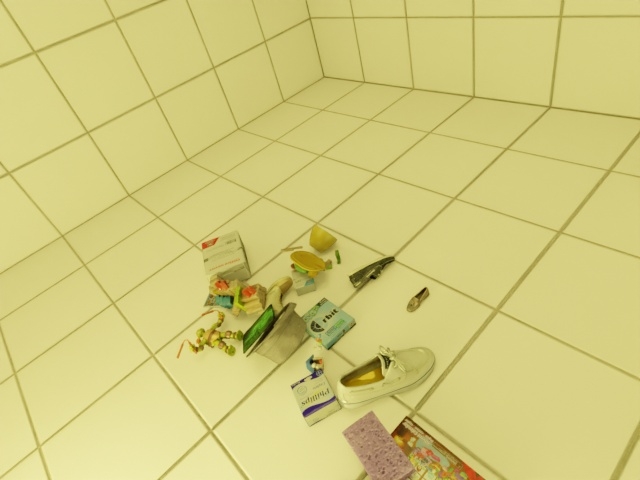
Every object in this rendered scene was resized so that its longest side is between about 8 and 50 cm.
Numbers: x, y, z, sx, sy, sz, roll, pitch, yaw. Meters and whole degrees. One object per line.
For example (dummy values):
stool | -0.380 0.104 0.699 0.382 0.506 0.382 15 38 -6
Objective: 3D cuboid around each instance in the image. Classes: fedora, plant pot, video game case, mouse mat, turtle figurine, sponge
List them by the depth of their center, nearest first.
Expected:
sponge | 0.163 0.607 1.204 0.117 0.031 0.210 -31 38 -13
fedora | -0.146 0.367 1.573 0.124 0.244 0.275 40 40 -3
mouse mat | -0.251 0.351 1.667 0.190 0.007 0.153 -48 19 4
turtle figurine | -0.440 0.409 1.708 0.217 0.087 0.270 10 38 24
video game case | -0.477 0.276 1.936 0.121 0.011 0.087 -4 42 16
plant pot | 0.000 0.000 1.998 0.134 0.134 0.095 29 84 42

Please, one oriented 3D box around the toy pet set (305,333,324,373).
toy pet set | -0.024 0.423 1.513 0.065 0.114 0.122 -4 40 2

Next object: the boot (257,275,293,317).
boot | -0.175 0.262 1.784 0.213 0.077 0.165 -39 42 -13

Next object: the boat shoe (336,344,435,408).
boat shoe | 0.218 0.416 1.376 0.366 0.157 0.136 -17 38 -11

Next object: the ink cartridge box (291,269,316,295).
ink cartridge box | -0.076 0.178 1.864 0.088 0.052 0.123 -17 41 -1

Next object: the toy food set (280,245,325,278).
toy food set | -0.073 0.107 1.861 0.128 0.071 0.217 -14 35 -39

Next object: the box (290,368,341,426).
box | -0.017 0.532 1.416 0.126 0.072 0.137 -26 41 -9

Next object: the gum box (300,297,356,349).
gum box | 0.023 0.327 1.662 0.157 0.041 0.184 -38 42 -22

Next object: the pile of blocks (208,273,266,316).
pile of blocks | -0.396 0.235 1.817 0.361 0.112 0.149 3 60 38

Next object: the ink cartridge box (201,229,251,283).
ink cartridge box | -0.467 0.096 2.059 0.196 0.114 0.273 -21 39 -5

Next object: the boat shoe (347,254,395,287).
boat shoe | 0.229 0.130 1.803 0.232 0.084 0.079 -25 77 -18

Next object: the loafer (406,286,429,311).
loafer | 0.381 0.229 1.640 0.125 0.039 0.045 -38 44 -23

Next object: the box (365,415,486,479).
box | 0.293 0.663 1.157 0.200 0.057 0.293 -40 44 -23

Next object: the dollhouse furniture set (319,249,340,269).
dollhouse furniture set | 0.015 0.090 1.925 0.151 0.059 0.076 -9 40 11
